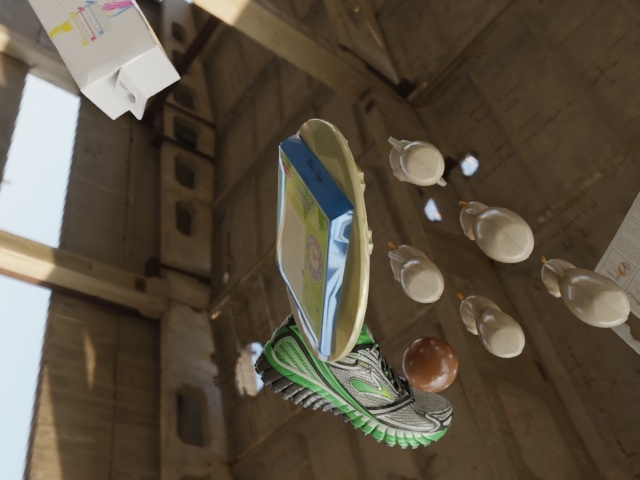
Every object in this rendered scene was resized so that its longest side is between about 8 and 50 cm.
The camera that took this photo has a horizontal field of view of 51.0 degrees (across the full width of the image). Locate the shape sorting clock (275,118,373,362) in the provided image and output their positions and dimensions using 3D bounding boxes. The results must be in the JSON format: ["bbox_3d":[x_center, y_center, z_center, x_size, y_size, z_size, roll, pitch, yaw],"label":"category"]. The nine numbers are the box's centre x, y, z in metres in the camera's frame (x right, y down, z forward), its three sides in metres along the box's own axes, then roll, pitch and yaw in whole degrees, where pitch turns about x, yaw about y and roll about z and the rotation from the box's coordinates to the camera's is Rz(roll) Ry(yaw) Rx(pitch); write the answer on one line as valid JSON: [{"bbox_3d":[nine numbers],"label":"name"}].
[{"bbox_3d":[0.000,0.000,0.575,0.206,0.040,0.206,173,-90,-73],"label":"shape sorting clock"}]

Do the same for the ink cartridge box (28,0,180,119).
[{"bbox_3d":[-0.219,-0.205,0.701,0.089,0.092,0.143,-32,-98,-1],"label":"ink cartridge box"}]

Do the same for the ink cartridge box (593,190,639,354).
[{"bbox_3d":[0.424,0.029,0.765,0.189,0.066,0.233,55,-39,46],"label":"ink cartridge box"}]

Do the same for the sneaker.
[{"bbox_3d":[0.075,0.222,1.084,0.146,0.343,0.134,-61,-164,10],"label":"sneaker"}]

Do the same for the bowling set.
[{"bbox_3d":[0.134,0.041,0.683,0.200,0.287,0.154,-50,-175,7],"label":"bowling set"}]
